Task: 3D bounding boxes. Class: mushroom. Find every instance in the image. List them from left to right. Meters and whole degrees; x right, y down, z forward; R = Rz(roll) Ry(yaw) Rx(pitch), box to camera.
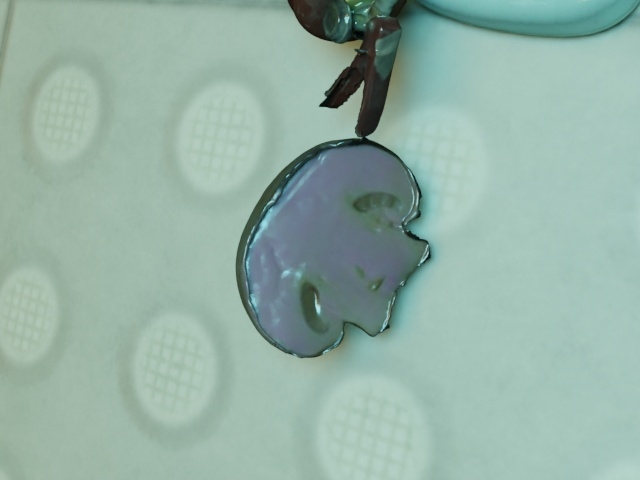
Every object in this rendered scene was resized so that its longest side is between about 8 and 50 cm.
[{"bbox_3d":[0.000,0.000,0.764,0.188,0.141,0.117,-58,25,0],"label":"mushroom"}]

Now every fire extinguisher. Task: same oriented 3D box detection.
[{"bbox_3d":[-0.001,-0.242,0.766,0.147,0.106,0.337,116,143,-49],"label":"fire extinguisher"}]

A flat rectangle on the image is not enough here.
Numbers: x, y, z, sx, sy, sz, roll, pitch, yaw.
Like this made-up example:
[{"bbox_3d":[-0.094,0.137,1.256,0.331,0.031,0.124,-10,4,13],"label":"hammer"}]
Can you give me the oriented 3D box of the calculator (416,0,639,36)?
[{"bbox_3d":[0.178,-0.258,0.714,0.295,0.042,0.184,16,94,34],"label":"calculator"}]
